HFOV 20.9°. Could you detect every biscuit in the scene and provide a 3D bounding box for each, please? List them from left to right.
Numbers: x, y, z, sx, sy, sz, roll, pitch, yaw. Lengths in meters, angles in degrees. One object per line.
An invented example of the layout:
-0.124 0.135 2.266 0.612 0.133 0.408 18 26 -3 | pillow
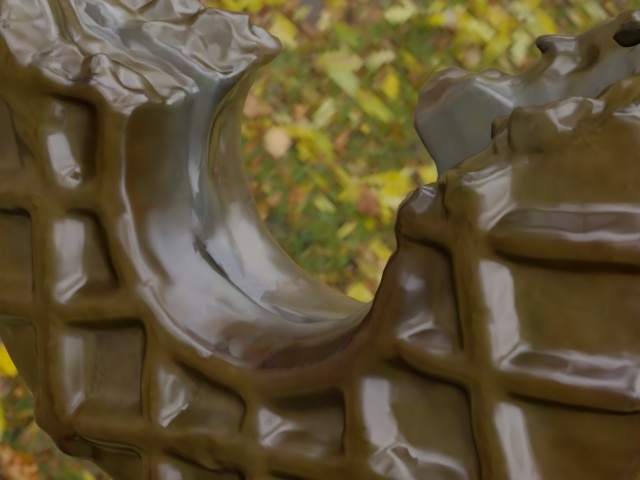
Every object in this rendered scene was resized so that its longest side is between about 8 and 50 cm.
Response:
-0.008 0.015 0.712 0.115 0.366 0.268 -25 121 -52 | biscuit

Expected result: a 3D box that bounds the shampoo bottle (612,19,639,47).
0.128 -0.060 0.400 0.050 0.183 0.087 3 90 -20 | shampoo bottle
